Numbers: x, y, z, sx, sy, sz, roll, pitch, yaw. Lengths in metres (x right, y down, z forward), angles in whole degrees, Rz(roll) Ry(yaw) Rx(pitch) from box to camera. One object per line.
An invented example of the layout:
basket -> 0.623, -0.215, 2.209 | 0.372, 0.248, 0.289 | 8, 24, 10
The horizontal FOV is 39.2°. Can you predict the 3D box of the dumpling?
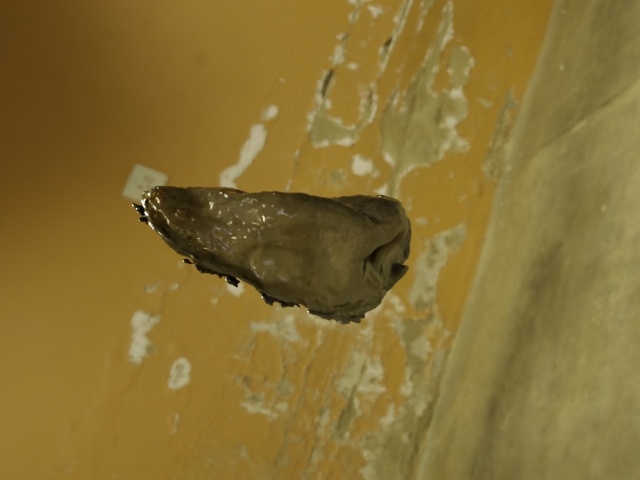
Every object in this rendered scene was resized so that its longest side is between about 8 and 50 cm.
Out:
dumpling -> 0.000, -0.005, 0.868 | 0.166, 0.332, 0.086 | 52, 128, 38
